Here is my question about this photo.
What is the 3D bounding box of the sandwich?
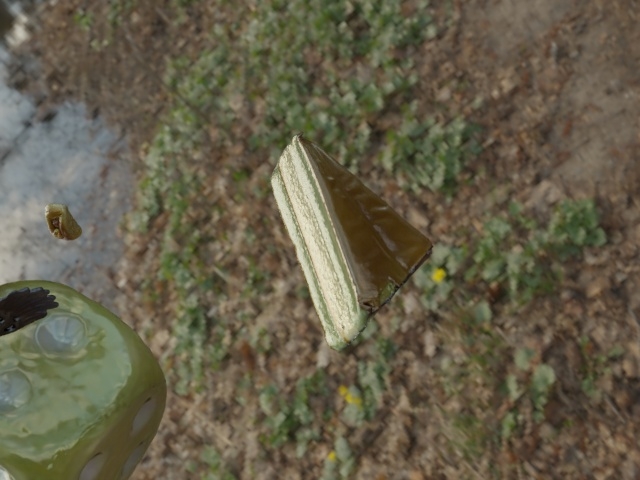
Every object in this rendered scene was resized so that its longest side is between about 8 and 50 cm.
[{"bbox_3d":[0.000,0.000,1.027,0.113,0.163,0.079,-46,-4,-41],"label":"sandwich"}]

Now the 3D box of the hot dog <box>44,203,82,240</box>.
[{"bbox_3d":[-0.347,-0.018,1.568,0.030,0.090,0.034,0,64,6],"label":"hot dog"}]

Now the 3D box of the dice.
[{"bbox_3d":[-0.335,0.209,1.385,0.226,0.238,0.233,31,52,13],"label":"dice"}]

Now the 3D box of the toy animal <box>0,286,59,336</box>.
[{"bbox_3d":[-0.293,0.085,0.898,0.220,0.062,0.108,-29,-7,-31],"label":"toy animal"}]
